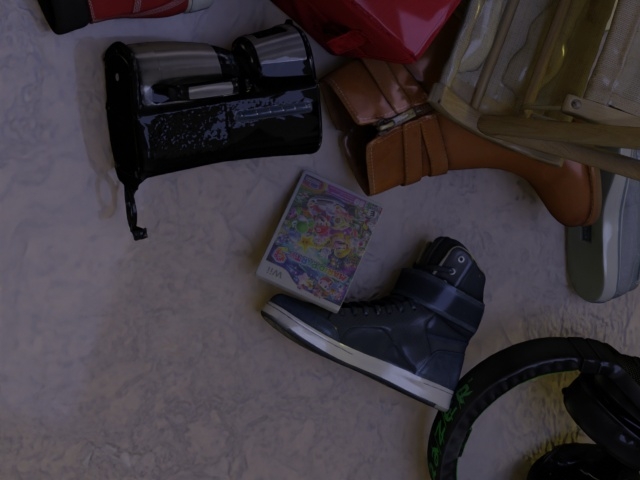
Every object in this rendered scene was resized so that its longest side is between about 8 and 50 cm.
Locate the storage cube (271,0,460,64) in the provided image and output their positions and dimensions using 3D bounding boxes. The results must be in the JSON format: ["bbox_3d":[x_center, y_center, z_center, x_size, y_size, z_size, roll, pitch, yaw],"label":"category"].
[{"bbox_3d":[0.030,-0.292,1.236,0.193,0.183,0.215,39,83,-25],"label":"storage cube"}]

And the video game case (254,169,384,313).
[{"bbox_3d":[0.000,0.000,1.331,0.087,0.011,0.122,25,66,0],"label":"video game case"}]

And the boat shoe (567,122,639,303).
[{"bbox_3d":[0.315,-0.047,1.480,0.081,0.079,0.228,-10,109,-32],"label":"boat shoe"}]

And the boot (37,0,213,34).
[{"bbox_3d":[-0.193,-0.305,1.188,0.176,0.088,0.244,-13,109,-20],"label":"boot"}]

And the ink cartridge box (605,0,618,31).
[{"bbox_3d":[0.307,-0.306,1.433,0.235,0.056,0.171,-14,106,-36],"label":"ink cartridge box"}]

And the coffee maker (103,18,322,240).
[{"bbox_3d":[-0.098,-0.108,1.265,0.178,0.120,0.171,-9,127,-22],"label":"coffee maker"}]

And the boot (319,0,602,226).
[{"bbox_3d":[0.142,-0.096,1.364,0.220,0.109,0.283,-32,109,-18],"label":"boot"}]

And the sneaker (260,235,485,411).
[{"bbox_3d":[0.062,0.056,1.373,0.226,0.086,0.163,25,87,-25],"label":"sneaker"}]

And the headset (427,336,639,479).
[{"bbox_3d":[0.300,0.220,1.494,0.394,0.185,0.243,12,112,-16],"label":"headset"}]

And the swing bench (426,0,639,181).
[{"bbox_3d":[0.269,-0.195,1.253,0.165,0.254,0.253,27,83,-51],"label":"swing bench"}]
